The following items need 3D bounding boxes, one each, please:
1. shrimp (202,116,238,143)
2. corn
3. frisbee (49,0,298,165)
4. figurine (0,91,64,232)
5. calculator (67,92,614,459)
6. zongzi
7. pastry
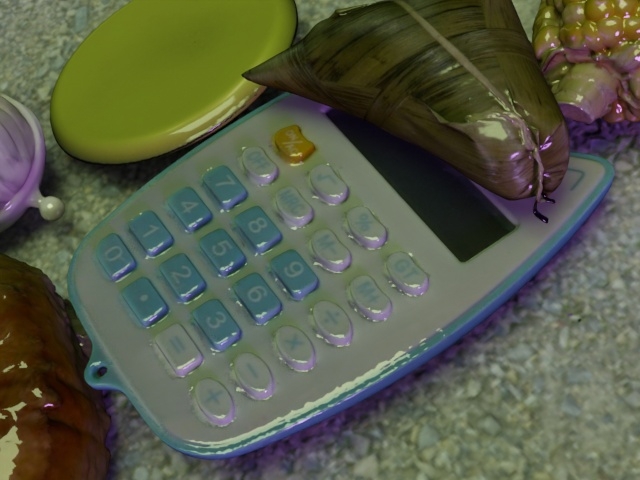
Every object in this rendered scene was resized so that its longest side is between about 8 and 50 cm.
[{"bbox_3d":[-0.084,-0.068,0.974,0.038,0.029,0.092,21,74,18],"label":"shrimp"},{"bbox_3d":[0.261,-0.217,0.894,0.130,0.130,0.347,22,65,27],"label":"corn"},{"bbox_3d":[-0.128,-0.153,1.007,0.236,0.017,0.236,-16,43,16],"label":"frisbee"},{"bbox_3d":[-0.328,-0.070,0.994,0.257,0.144,0.182,26,51,31],"label":"figurine"},{"bbox_3d":[0.000,0.000,0.866,0.386,0.054,0.256,-31,56,-13],"label":"calculator"},{"bbox_3d":[0.056,-0.087,0.834,0.204,0.094,0.205,-18,55,4],"label":"zongzi"},{"bbox_3d":[-0.299,0.151,0.843,0.330,0.136,0.329,-7,60,12],"label":"pastry"}]
